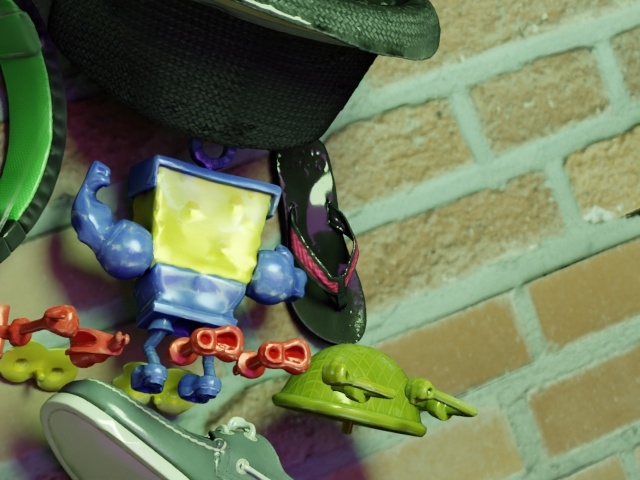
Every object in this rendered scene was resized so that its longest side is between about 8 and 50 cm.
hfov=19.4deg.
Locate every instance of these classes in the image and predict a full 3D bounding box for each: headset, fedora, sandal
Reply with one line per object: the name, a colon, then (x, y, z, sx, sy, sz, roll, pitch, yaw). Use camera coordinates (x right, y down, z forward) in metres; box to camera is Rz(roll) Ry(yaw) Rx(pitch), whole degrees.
headset: (-0.300, -0.050, 1.261, 0.394, 0.185, 0.243, -49, 125, -39)
fedora: (-0.083, -0.167, 1.407, 0.334, 0.334, 0.152, 13, 112, -27)
sandal: (0.000, 0.000, 1.524, 0.067, 0.040, 0.179, -13, 90, -29)

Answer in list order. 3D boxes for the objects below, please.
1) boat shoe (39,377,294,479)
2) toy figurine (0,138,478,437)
boat shoe: (-0.076, 0.189, 1.428, 0.319, 0.116, 0.099, 41, 57, -23)
toy figurine: (-0.058, 0.012, 1.410, 0.363, 0.191, 0.217, 13, 69, -20)
